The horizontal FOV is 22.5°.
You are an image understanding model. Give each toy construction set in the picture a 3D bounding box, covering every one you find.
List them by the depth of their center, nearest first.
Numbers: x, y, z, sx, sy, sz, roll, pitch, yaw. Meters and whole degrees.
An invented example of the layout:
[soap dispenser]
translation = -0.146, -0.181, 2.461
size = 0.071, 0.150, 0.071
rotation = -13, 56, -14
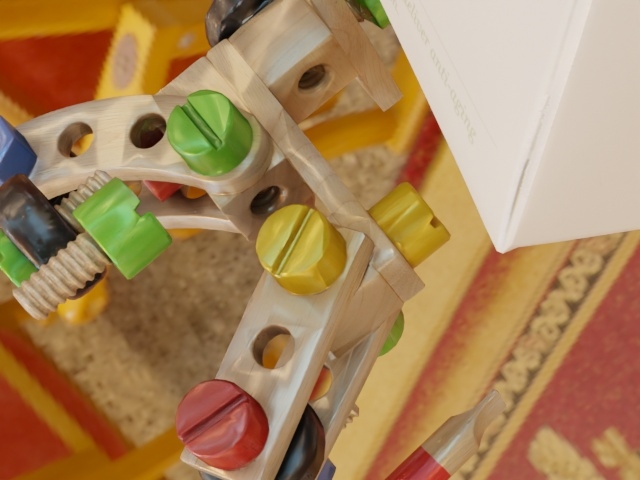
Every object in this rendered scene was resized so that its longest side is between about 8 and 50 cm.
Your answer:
[toy construction set]
translation = 0.000, 0.000, 0.792
size = 0.309, 0.237, 0.257
rotation = 52, 173, -33

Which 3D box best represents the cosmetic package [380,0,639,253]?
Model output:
[cosmetic package]
translation = 0.198, -0.137, 0.471
size = 0.155, 0.366, 0.197
rotation = 99, 158, -49
